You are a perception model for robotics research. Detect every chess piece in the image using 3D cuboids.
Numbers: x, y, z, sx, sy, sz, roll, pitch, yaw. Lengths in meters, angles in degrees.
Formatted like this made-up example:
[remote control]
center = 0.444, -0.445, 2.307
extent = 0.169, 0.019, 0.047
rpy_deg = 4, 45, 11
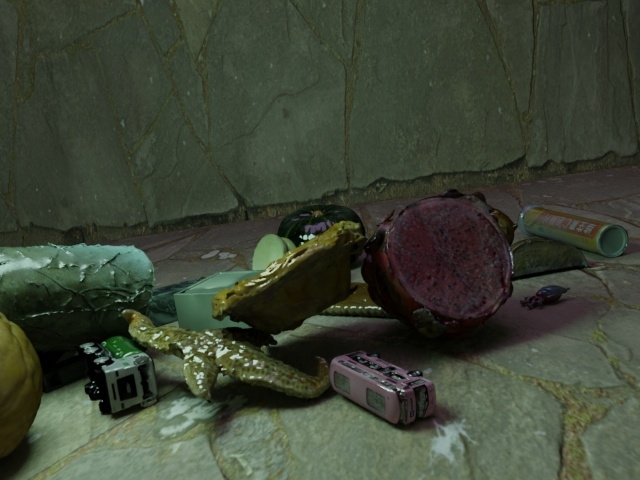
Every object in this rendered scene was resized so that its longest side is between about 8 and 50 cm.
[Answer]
[chess piece]
center = -0.054, 0.074, 1.736
extent = 0.251, 0.144, 0.144
rpy_deg = 13, -7, -42

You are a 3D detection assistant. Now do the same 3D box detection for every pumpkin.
[pumpkin]
center = 0.000, 0.000, 2.006
extent = 0.300, 0.207, 0.300
rpy_deg = -2, 22, 1

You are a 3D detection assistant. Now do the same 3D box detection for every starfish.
[starfish]
center = -0.182, 0.203, 1.169
extent = 0.324, 0.082, 0.432
rpy_deg = 4, 5, -31

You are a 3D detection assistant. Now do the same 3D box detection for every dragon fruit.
[dragon fruit]
center = 0.239, 0.078, 1.286
extent = 0.314, 0.296, 0.263
rpy_deg = -23, -19, -23

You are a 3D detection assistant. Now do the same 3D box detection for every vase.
[vase]
center = -0.632, 0.245, 1.470
extent = 0.115, 0.115, 0.237
rpy_deg = -7, 7, 8

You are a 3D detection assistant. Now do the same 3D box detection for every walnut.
[walnut]
center = -0.610, 0.236, 0.976
extent = 0.333, 0.333, 0.333
rpy_deg = -8, 10, 1

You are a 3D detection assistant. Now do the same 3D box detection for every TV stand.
[TV stand]
center = -0.511, 0.270, 1.373
extent = 0.049, 0.040, 0.256
rpy_deg = -1, 12, 40

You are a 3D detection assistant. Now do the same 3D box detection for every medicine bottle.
[medicine bottle]
center = 0.750, -0.036, 1.836
extent = 0.108, 0.108, 0.426
rpy_deg = -10, 11, -9

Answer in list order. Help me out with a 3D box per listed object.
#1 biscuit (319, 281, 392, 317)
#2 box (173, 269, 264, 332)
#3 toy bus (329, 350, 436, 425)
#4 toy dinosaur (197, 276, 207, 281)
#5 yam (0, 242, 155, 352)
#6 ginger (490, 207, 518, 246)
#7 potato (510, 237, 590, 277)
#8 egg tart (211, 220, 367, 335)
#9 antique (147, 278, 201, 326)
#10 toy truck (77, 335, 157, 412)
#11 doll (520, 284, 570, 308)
[biscuit]
center = 0.109, 0.144, 1.554
extent = 0.325, 0.044, 0.217
rpy_deg = -2, 14, 33
[box]
center = -0.205, 0.157, 1.532
extent = 0.225, 0.117, 0.225
rpy_deg = -4, 10, 21
[toy bus]
center = 0.095, 0.235, 0.989
extent = 0.090, 0.063, 0.203
rpy_deg = -8, 10, -32
[toy dinosaur]
center = -0.246, 0.138, 1.790
extent = 0.162, 0.077, 0.294
rpy_deg = -18, 11, -41
[yam]
center = -0.561, 0.119, 1.291
extent = 0.348, 0.241, 0.241
rpy_deg = 4, 0, -41
[ginger]
center = 0.378, -0.001, 1.751
extent = 0.357, 0.152, 0.274
rpy_deg = -18, 6, 13
[potato]
center = 0.562, 0.035, 1.610
extent = 0.261, 0.100, 0.120
rpy_deg = -10, 11, -6
[egg tart]
center = -0.045, 0.089, 1.203
extent = 0.352, 0.150, 0.352
rpy_deg = -31, -3, -2
[antique]
center = -0.401, 0.171, 1.702
extent = 0.183, 0.088, 0.086
rpy_deg = -15, 13, -32
[toy truck]
center = -0.397, 0.255, 1.202
extent = 0.125, 0.101, 0.242
rpy_deg = -11, 10, -30
[doll]
center = 0.503, 0.121, 1.358
extent = 0.114, 0.039, 0.057
rpy_deg = -21, -22, -8
